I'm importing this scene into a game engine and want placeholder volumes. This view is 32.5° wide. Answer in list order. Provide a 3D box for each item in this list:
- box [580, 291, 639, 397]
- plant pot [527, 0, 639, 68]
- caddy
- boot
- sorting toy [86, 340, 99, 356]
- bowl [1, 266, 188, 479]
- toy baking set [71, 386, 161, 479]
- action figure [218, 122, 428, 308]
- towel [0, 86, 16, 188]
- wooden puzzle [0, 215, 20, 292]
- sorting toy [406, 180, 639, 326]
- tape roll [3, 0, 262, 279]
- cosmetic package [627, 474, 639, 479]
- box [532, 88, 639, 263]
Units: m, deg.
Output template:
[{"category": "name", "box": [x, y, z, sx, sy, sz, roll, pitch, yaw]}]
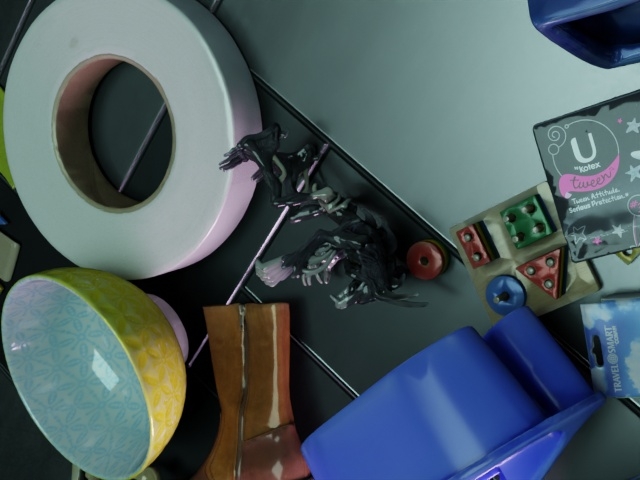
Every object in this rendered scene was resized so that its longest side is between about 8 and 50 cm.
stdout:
[{"category": "box", "box": [0.367, 0.105, 1.132, 0.178, 0.042, 0.109, -8, 94, 32]}, {"category": "plant pot", "box": [0.303, -0.288, 0.934, 0.236, 0.236, 0.212, -11, 84, 29]}, {"category": "caddy", "box": [0.143, 0.222, 1.169, 0.341, 0.241, 0.179, -44, 68, 38]}, {"category": "boot", "box": [-0.132, 0.224, 1.434, 0.264, 0.096, 0.280, -13, 86, 45]}, {"category": "sorting toy", "box": [-0.339, 0.138, 1.578, 0.102, 0.042, 0.061, 37, 100, 34]}, {"category": "bowl", "box": [-0.267, 0.152, 1.444, 0.289, 0.156, 0.289, 19, 122, 34]}, {"category": "toy baking set", "box": [-0.314, 0.321, 1.569, 0.256, 0.030, 0.197, -29, 68, 37]}, {"category": "action figure", "box": [0.000, 0.000, 1.276, 0.141, 0.164, 0.276, -43, 65, 10]}, {"category": "towel", "box": [-0.497, -0.189, 1.623, 0.237, 0.021, 0.102, 46, 119, 16]}, {"category": "wooden puzzle", "box": [-0.487, 0.018, 1.659, 0.078, 0.014, 0.116, 36, 116, 16]}, {"category": "sorting toy", "box": [0.224, 0.018, 1.203, 0.274, 0.046, 0.132, -27, 84, 32]}, {"category": "tape roll", "box": [-0.255, -0.144, 1.448, 0.392, 0.072, 0.392, 6, 101, 29]}, {"category": "cosmetic package", "box": [0.278, 0.356, 1.040, 0.197, 0.365, 0.155, -33, 81, 31]}, {"category": "box", "box": [0.350, -0.085, 1.029, 0.247, 0.163, 0.142, -16, 90, 26]}]
